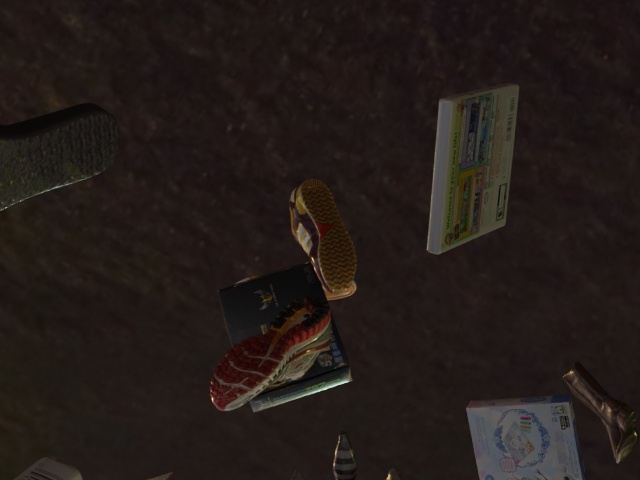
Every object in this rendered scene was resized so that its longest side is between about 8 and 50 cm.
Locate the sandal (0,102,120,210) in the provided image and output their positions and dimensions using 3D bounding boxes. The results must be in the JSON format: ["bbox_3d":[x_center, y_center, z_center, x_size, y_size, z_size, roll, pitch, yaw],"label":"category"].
[{"bbox_3d":[-0.310,-0.075,0.995,0.054,0.254,0.097,33,124,35],"label":"sandal"}]

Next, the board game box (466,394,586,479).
[{"bbox_3d":[0.179,0.181,0.913,0.090,0.020,0.090,-7,102,22],"label":"board game box"}]

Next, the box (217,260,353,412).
[{"bbox_3d":[-0.064,0.163,1.833,0.183,0.232,0.059,-18,145,-2],"label":"box"}]

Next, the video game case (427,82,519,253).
[{"bbox_3d":[0.213,-0.103,1.465,0.023,0.193,0.212,16,112,34],"label":"video game case"}]

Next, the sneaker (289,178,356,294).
[{"bbox_3d":[0.000,0.000,1.650,0.070,0.185,0.084,-10,168,-26],"label":"sneaker"}]

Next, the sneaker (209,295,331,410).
[{"bbox_3d":[-0.062,0.181,1.538,0.088,0.225,0.092,28,142,41],"label":"sneaker"}]

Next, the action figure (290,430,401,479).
[{"bbox_3d":[0.102,0.476,1.913,0.341,0.178,0.330,-13,150,-1],"label":"action figure"}]

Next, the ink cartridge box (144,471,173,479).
[{"bbox_3d":[-0.321,0.428,1.387,0.239,0.275,0.060,-24,106,47],"label":"ink cartridge box"}]

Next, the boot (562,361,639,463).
[{"bbox_3d":[0.362,0.223,1.377,0.114,0.037,0.106,41,147,44],"label":"boot"}]

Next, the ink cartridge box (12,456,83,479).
[{"bbox_3d":[-0.307,0.426,0.964,0.071,0.324,0.330,5,120,38],"label":"ink cartridge box"}]

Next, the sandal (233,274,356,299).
[{"bbox_3d":[-0.061,0.120,2.092,0.265,0.076,0.102,-7,144,11],"label":"sandal"}]
